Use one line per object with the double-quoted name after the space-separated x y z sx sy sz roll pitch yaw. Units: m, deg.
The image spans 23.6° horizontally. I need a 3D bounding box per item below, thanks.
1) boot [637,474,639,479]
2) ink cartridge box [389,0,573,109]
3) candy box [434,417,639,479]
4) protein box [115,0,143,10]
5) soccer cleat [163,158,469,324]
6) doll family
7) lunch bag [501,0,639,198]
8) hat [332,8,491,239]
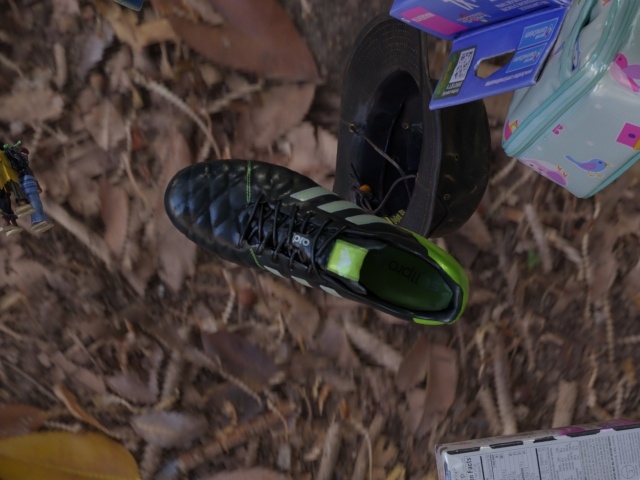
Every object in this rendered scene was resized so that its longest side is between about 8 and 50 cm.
0.168 0.124 0.624 0.095 0.258 0.123 -33 39 -17 "boot"
0.132 -0.243 0.985 0.065 0.186 0.311 19 85 -17 "ink cartridge box"
0.256 0.259 1.790 0.233 0.159 0.071 -8 85 1 "candy box"
-0.154 -0.258 0.795 0.136 0.200 0.201 30 97 31 "protein box"
0.000 0.000 0.840 0.179 0.072 0.060 20 94 -4 "soccer cleat"
-0.383 -0.072 1.876 0.076 0.193 0.111 -24 77 -6 "doll family"
0.258 -0.189 1.237 0.108 0.224 0.279 27 67 -3 "lunch bag"
0.122 -0.100 1.784 0.134 0.331 0.331 4 72 -19 "hat"
